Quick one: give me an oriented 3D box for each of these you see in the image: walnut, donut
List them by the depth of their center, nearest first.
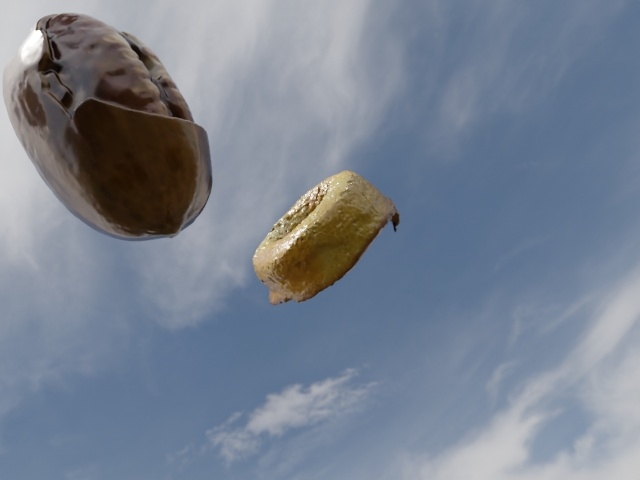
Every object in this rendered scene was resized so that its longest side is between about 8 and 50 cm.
[{"bbox_3d":[-0.152,-0.085,0.378,0.116,0.207,0.115,-36,-20,-15],"label":"walnut"},{"bbox_3d":[0.002,-0.002,0.847,0.253,0.253,0.118,-42,-73,11],"label":"donut"}]
